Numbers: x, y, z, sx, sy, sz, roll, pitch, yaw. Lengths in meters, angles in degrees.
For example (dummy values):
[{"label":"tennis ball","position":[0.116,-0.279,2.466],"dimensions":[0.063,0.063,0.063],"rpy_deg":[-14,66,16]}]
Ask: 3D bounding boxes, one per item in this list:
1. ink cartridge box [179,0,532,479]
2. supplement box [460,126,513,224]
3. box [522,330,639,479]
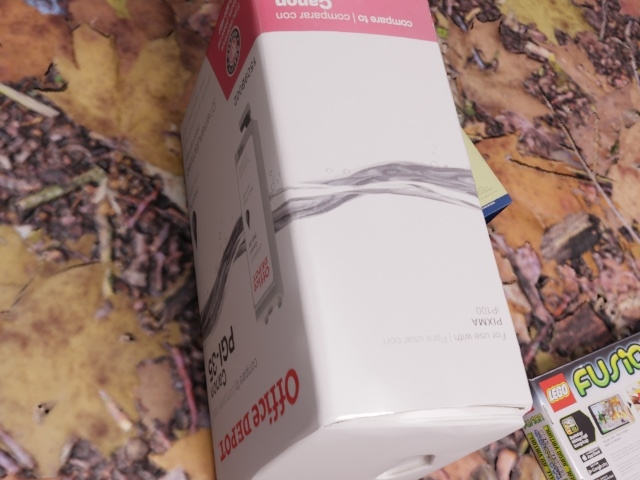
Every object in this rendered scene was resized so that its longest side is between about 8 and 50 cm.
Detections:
[{"label":"ink cartridge box","position":[0.000,0.000,0.552],"dimensions":[0.117,0.207,0.283],"rpy_deg":[0,64,-21]},{"label":"supplement box","position":[0.084,-0.037,0.695],"dimensions":[0.083,0.056,0.083],"rpy_deg":[-26,77,-31]},{"label":"box","position":[0.252,0.129,0.691],"dimensions":[0.207,0.036,0.114],"rpy_deg":[-16,71,-28]}]
